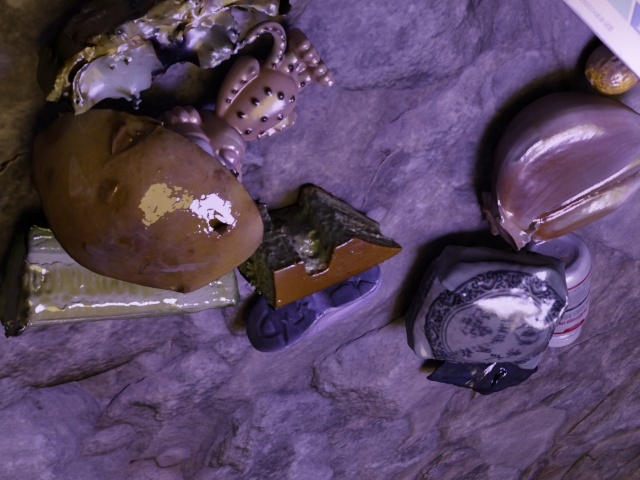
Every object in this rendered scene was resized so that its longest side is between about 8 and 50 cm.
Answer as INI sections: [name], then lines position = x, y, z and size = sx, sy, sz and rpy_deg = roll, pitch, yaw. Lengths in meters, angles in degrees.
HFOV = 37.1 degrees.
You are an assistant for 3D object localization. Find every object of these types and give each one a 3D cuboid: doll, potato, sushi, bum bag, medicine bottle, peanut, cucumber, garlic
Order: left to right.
[cucumber]
position = -0.266, 0.050, 1.285
size = 0.325, 0.145, 0.105
rpy_deg = 0, 176, -38
[potato]
position = -0.205, -0.021, 1.110
size = 0.239, 0.116, 0.299
rpy_deg = -26, 130, 33
[sushi]
position = -0.164, -0.221, 1.022
size = 0.291, 0.139, 0.131
rpy_deg = -24, 126, -12
[doll]
position = -0.110, -0.146, 1.172
size = 0.278, 0.119, 0.154
rpy_deg = -46, 138, 7
[bum bag]
position = 0.332, 0.269, 1.958
size = 0.137, 0.074, 0.310
rpy_deg = -34, 144, 27
[medicine bottle]
position = 0.445, 0.095, 1.813
size = 0.131, 0.131, 0.250
rpy_deg = -27, 141, -8
[garlic]
position = 0.393, -0.125, 1.538
size = 0.325, 0.132, 0.279
rpy_deg = -38, 143, 10
[peanut]
position = 0.499, -0.298, 1.464
size = 0.206, 0.087, 0.087
rpy_deg = -32, 142, 1

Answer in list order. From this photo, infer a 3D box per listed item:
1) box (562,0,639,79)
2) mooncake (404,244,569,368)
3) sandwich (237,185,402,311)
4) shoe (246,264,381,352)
[box]
position = 0.501, -0.312, 1.326
size = 0.343, 0.065, 0.200
rpy_deg = 38, 114, -21
[mooncake]
position = 0.289, 0.124, 1.666
size = 0.250, 0.136, 0.254
rpy_deg = 7, 134, -5
[sandwich]
position = 0.000, 0.000, 1.406
size = 0.235, 0.122, 0.128
rpy_deg = -22, 145, -18
[shoe]
position = -0.003, 0.102, 1.541
size = 0.245, 0.095, 0.137
rpy_deg = -31, 164, 10
